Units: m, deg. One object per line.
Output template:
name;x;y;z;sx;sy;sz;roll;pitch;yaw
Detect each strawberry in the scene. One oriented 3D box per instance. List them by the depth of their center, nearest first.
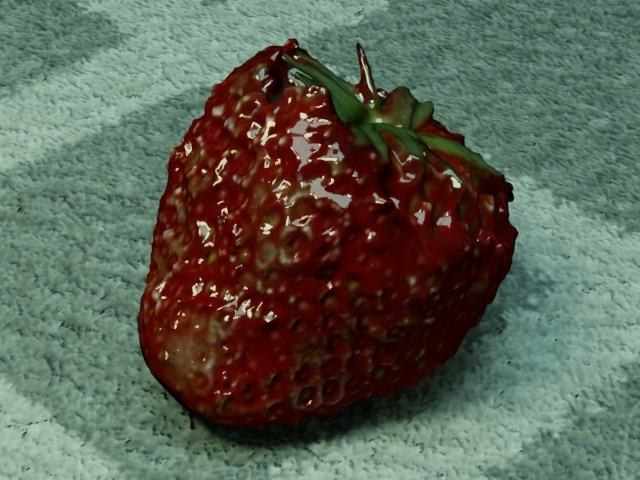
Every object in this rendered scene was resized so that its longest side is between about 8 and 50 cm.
strawberry;-0.004;-0.001;1.373;0.261;0.258;0.261;27;17;-9
